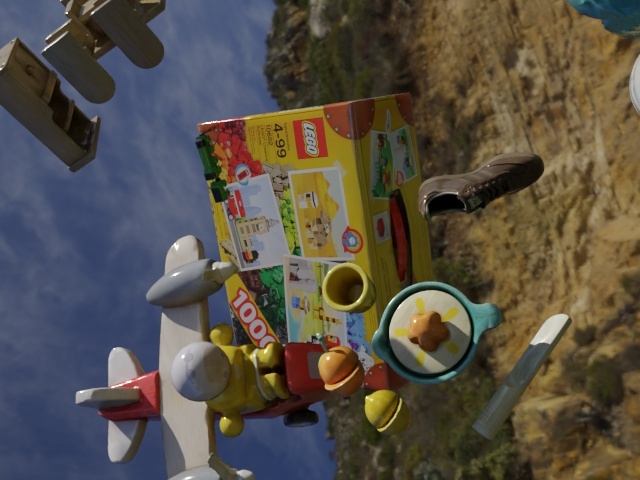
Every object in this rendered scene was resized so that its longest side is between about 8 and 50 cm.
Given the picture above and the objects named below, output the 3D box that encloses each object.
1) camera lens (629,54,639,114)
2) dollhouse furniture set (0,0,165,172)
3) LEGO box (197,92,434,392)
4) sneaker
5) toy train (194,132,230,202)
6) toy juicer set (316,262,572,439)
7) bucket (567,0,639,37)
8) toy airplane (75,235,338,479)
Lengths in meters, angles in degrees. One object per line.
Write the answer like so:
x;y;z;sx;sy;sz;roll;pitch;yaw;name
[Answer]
0.758;-0.336;1.520;0.274;0.219;0.219;1;-110;-79;camera lens
-0.287;-0.233;0.986;0.161;0.242;0.212;49;-164;-35;dollhouse furniture set
0.000;0.000;1.415;0.193;0.373;0.500;-21;-74;-49;LEGO box
0.234;-0.069;1.095;0.066;0.188;0.071;57;-151;-34;sneaker
-0.125;-0.082;0.858;0.023;0.017;0.083;-53;-51;-59;toy train
0.135;0.157;0.976;0.089;0.329;0.209;35;-112;-61;toy juicer set
0.378;-0.340;0.737;0.183;0.281;0.281;-96;-19;-80;bucket
-0.193;0.221;1.165;0.386;0.384;0.272;37;164;15;toy airplane
